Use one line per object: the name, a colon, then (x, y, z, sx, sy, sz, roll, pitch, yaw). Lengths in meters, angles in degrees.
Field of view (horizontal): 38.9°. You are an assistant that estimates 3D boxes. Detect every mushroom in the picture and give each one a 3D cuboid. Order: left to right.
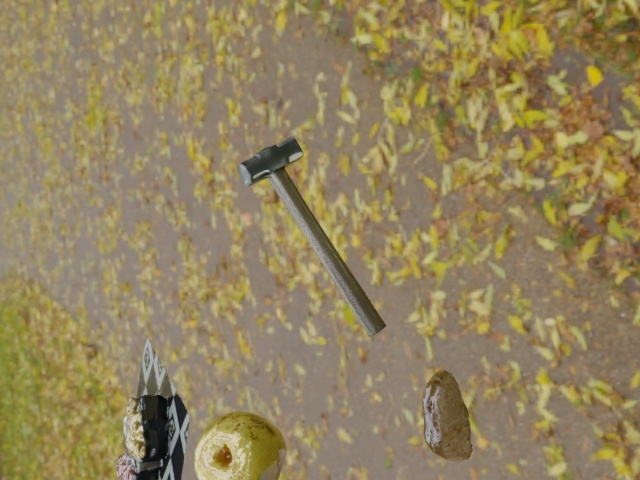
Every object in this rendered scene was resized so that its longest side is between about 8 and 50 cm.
mushroom: (0.251, 0.370, 1.831, 0.072, 0.094, 0.209, 20, 122, 59)

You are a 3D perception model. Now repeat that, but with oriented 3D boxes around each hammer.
hammer: (0.000, 0.000, 1.535, 0.365, 0.111, 0.043, 58, 156, 2)

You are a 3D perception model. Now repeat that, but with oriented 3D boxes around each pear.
pear: (-0.138, 0.390, 1.626, 0.178, 0.178, 0.178, 27, 121, 58)

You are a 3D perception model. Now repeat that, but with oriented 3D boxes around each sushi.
sushi: (-0.236, 0.297, 1.138, 0.264, 0.050, 0.290, -142, 59, -62)
